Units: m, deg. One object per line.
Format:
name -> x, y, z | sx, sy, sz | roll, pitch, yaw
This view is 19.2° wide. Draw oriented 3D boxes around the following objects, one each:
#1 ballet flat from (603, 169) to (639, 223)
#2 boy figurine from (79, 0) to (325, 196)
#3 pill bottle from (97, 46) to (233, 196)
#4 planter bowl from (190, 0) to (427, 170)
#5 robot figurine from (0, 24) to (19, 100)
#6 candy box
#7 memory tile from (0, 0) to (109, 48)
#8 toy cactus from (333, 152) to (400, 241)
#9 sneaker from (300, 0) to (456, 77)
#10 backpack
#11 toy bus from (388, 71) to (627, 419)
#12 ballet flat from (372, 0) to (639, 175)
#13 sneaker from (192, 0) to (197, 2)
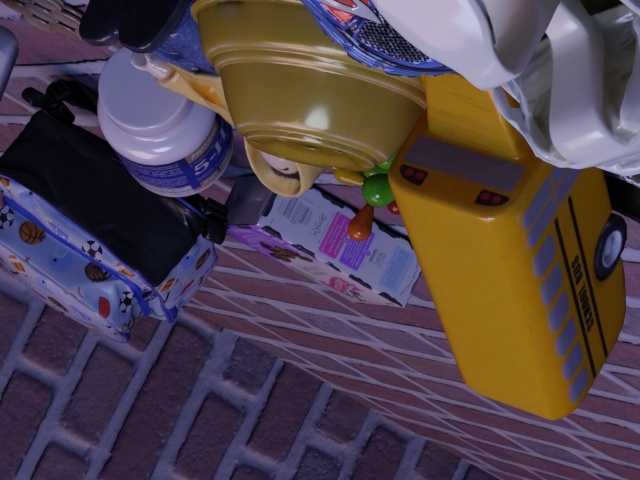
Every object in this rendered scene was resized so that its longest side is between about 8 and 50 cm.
ballet flat -> 0.250, -0.024, 1.416 | 0.250, 0.058, 0.084 | 25, 169, 3
boy figurine -> -0.083, -0.133, 1.588 | 0.177, 0.092, 0.285 | 15, 162, 37
pill bottle -> -0.147, -0.116, 1.761 | 0.112, 0.112, 0.187 | 24, 170, 11
planter bowl -> 0.001, -0.105, 1.385 | 0.217, 0.090, 0.217 | 11, 172, 2
robot figurine -> -0.458, -0.211, 1.749 | 0.353, 0.200, 0.300 | 28, -161, 9
candy box -> 0.000, 0.000, 2.111 | 0.196, 0.070, 0.165 | 29, 170, -17
memory tile -> -0.273, -0.228, 1.783 | 0.113, 0.012, 0.148 | 18, 168, 38
toy cactus -> 0.120, -0.038, 1.590 | 0.180, 0.112, 0.219 | 20, 165, -28
sneaker -> 0.022, -0.171, 1.174 | 0.221, 0.083, 0.087 | 25, 163, -15
backpack -> -0.234, -0.006, 2.103 | 0.276, 0.213, 0.263 | 39, 178, 15
toy bus -> 0.135, -0.017, 1.351 | 0.108, 0.130, 0.333 | 20, 153, 30
ballet flat -> 0.114, -0.115, 1.002 | 0.400, 0.139, 0.139 | 33, 167, -33
sneaker -> -0.056, -0.188, 1.396 | 0.109, 0.040, 0.044 | 6, 156, 39
